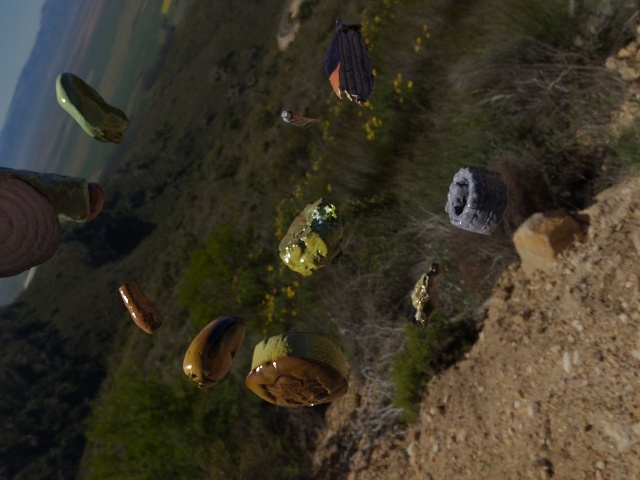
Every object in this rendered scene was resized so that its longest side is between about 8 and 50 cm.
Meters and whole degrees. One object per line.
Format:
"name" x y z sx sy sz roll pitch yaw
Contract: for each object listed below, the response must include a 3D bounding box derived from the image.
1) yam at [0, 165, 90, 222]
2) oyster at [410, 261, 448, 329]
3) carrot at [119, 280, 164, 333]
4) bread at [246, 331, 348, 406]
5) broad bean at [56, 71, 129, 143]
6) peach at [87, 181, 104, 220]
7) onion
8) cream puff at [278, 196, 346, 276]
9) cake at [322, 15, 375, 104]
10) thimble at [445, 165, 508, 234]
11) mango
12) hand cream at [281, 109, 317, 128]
"yam" -0.793 -0.137 1.656 0.133 0.330 0.133 -24 60 52
"oyster" 0.255 0.154 1.482 0.345 0.078 0.129 78 -148 -64
"carrot" -0.621 0.233 2.059 0.087 0.193 0.087 -40 -4 -3
"bread" -0.060 0.350 1.590 0.270 0.269 0.148 -43 33 40
"broad bean" -0.611 -0.346 1.590 0.100 0.228 0.169 -40 27 8
"peach" -0.837 -0.135 2.104 0.152 0.152 0.152 -38 42 44
"onion" -0.760 -0.034 1.415 0.111 0.250 0.247 -24 7 38
"cream puff" 0.001 0.000 1.930 0.282 0.185 0.282 -43 19 18
"cake" 0.073 -0.459 1.601 0.135 0.098 0.288 -49 39 49
"thimble" 0.361 -0.095 1.383 0.150 0.097 0.150 -171 90 -79
"mango" -0.375 0.391 2.137 0.152 0.201 0.287 12 44 25
"hand cream" -0.076 -0.414 2.044 0.052 0.216 0.038 4 94 22
